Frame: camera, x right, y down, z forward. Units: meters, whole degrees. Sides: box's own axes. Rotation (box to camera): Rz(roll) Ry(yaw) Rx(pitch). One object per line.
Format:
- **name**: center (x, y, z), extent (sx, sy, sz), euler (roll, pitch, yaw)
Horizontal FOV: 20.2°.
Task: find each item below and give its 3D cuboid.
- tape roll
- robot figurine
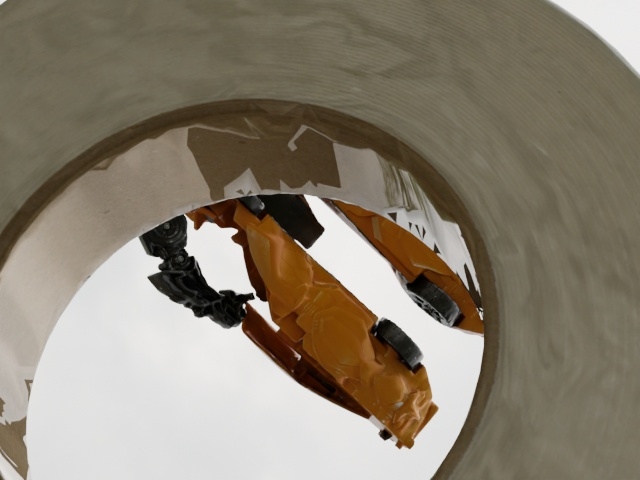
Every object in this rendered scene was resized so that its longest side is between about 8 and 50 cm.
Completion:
- **tape roll**: center (-0.031, 0.050, 0.700), extent (0.392, 0.392, 0.072), euler (59, -5, 28)
- **robot figurine**: center (0.000, 0.000, 1.260), extent (0.211, 0.291, 0.085), euler (-47, -165, -9)
